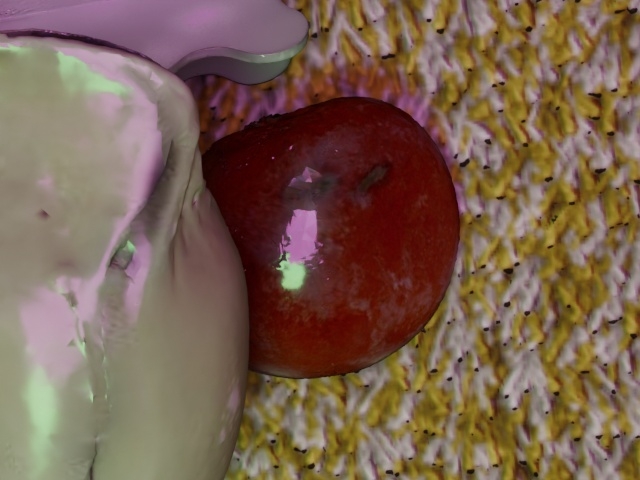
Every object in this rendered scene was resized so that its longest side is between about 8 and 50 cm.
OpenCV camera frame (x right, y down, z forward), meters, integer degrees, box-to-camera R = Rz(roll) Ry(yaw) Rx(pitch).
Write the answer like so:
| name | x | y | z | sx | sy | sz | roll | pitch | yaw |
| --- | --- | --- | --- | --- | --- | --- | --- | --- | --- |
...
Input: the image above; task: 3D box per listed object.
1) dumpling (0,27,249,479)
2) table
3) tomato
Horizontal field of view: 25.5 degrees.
| name | x | y | z | sx | sy | sz | roll | pitch | yaw |
| --- | --- | --- | --- | --- | --- | --- | --- | --- | --- |
| dumpling | -0.196 | 0.056 | 0.793 | 0.315 | 0.233 | 0.395 | 15 | 128 | 1 |
| table | -0.114 | -0.145 | 0.851 | 0.198 | 0.166 | 0.166 | -11 | 91 | -7 |
| tomato | 0.000 | 0.000 | 0.876 | 0.189 | 0.099 | 0.173 | -16 | 89 | -1 |
